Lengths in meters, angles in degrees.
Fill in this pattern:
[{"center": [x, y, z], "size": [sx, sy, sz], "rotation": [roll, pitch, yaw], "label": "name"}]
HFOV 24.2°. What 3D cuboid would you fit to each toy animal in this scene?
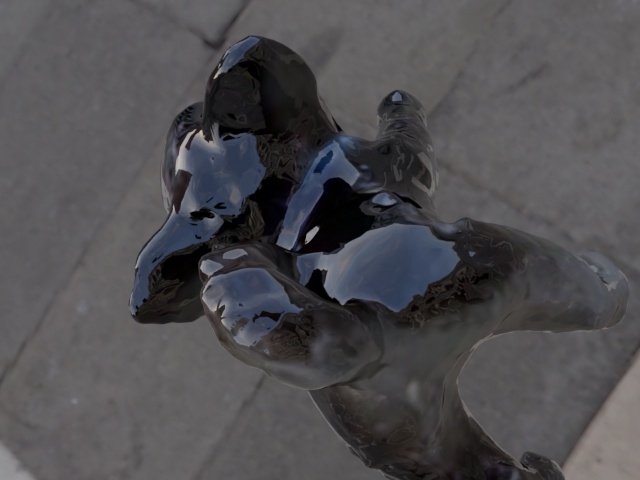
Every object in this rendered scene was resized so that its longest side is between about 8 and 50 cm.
[{"center": [0.000, 0.000, 0.919], "size": [0.344, 0.302, 0.194], "rotation": [43, 110, 44], "label": "toy animal"}]
